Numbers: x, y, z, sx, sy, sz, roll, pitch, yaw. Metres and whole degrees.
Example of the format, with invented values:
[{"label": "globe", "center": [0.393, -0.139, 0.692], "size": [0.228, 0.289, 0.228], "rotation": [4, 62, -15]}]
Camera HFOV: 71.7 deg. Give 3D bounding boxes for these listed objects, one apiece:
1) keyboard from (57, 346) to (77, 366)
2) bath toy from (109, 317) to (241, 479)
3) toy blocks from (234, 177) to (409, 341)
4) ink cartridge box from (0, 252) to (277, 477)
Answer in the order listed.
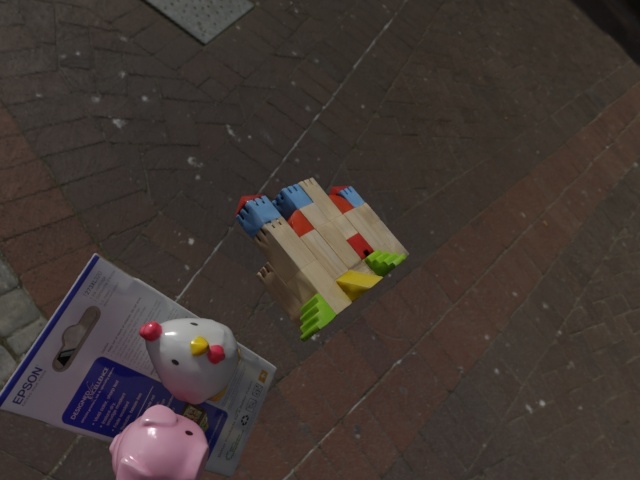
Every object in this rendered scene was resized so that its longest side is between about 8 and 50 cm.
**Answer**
[{"label": "keyboard", "center": [-0.310, 0.221, 0.687], "size": [0.108, 0.180, 0.023], "rotation": [-10, 38, 8]}, {"label": "bath toy", "center": [-0.171, 0.227, 0.431], "size": [0.129, 0.152, 0.348], "rotation": [56, 37, -45]}, {"label": "toy blocks", "center": [0.000, 0.000, 0.853], "size": [0.261, 0.191, 0.381], "rotation": [51, 39, 8]}, {"label": "ink cartridge box", "center": [-0.209, 0.184, 0.589], "size": [0.371, 0.069, 0.175], "rotation": [51, 54, -45]}]
